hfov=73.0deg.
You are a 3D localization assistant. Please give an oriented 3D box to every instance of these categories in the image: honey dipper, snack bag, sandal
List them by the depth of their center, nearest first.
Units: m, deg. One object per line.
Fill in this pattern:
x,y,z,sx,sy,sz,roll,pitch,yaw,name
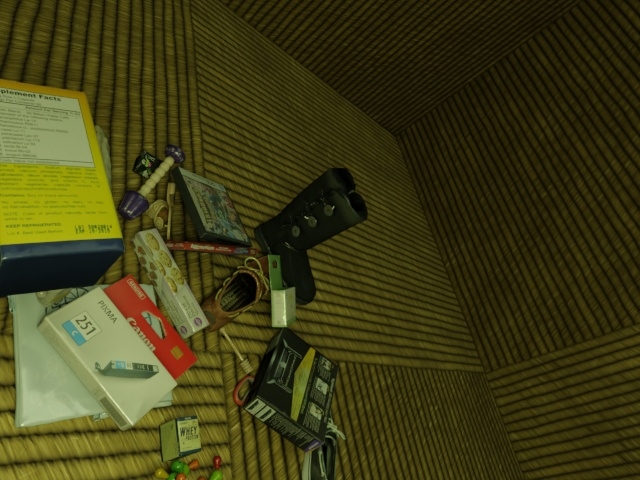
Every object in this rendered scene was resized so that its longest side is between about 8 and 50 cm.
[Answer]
-0.523,0.252,1.004,0.342,0.037,0.323,7,56,-49,snack bag
-0.259,0.330,1.311,0.161,0.030,0.030,56,31,1,honey dipper
-0.496,-0.092,1.334,0.079,0.088,0.240,4,46,-16,sandal

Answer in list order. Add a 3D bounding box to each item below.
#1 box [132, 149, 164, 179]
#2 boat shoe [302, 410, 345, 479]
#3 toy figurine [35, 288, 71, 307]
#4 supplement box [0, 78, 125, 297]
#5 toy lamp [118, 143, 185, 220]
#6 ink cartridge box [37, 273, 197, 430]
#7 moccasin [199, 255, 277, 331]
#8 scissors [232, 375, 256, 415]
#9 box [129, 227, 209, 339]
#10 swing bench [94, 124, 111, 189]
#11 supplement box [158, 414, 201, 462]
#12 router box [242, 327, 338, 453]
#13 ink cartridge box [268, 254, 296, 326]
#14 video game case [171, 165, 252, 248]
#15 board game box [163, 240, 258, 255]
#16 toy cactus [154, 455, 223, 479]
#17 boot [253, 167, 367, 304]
-0.546,-0.235,1.387,0.083,0.052,0.062,33,40,-36,box
0.012,0.614,1.363,0.113,0.104,0.306,42,34,-24,boat shoe
-0.618,0.021,0.933,0.213,0.148,0.210,24,37,-35,toy figurine
-0.539,-0.097,0.824,0.194,0.195,0.357,-5,69,-47,supplement box
-0.508,-0.175,1.308,0.080,0.080,0.275,42,55,-23,toy lamp
-0.446,0.238,1.020,0.296,0.066,0.261,53,35,-4,ink cartridge box
-0.241,0.143,1.387,0.139,0.147,0.380,57,31,0,moccasin
-0.171,0.421,1.358,0.109,0.021,0.297,52,33,-6,scissors
-0.429,0.120,1.226,0.067,0.063,0.324,-23,82,-57,box
-0.641,-0.171,1.090,0.254,0.165,0.254,15,50,-49,swing bench
-0.334,0.470,1.027,0.056,0.083,0.083,15,51,-48,supplement box
-0.078,0.449,1.342,0.243,0.081,0.309,39,28,-10,router box
-0.128,0.166,1.474,0.171,0.056,0.235,22,66,-82,ink cartridge box
-0.362,-0.105,1.463,0.275,0.035,0.248,61,17,22,video game case
-0.346,0.026,1.353,0.281,0.145,0.027,8,82,-52,board game box
-0.301,0.588,0.970,0.219,0.112,0.181,18,58,-58,toy cactus
-0.001,-0.002,1.563,0.367,0.445,0.146,57,31,-1,boot
